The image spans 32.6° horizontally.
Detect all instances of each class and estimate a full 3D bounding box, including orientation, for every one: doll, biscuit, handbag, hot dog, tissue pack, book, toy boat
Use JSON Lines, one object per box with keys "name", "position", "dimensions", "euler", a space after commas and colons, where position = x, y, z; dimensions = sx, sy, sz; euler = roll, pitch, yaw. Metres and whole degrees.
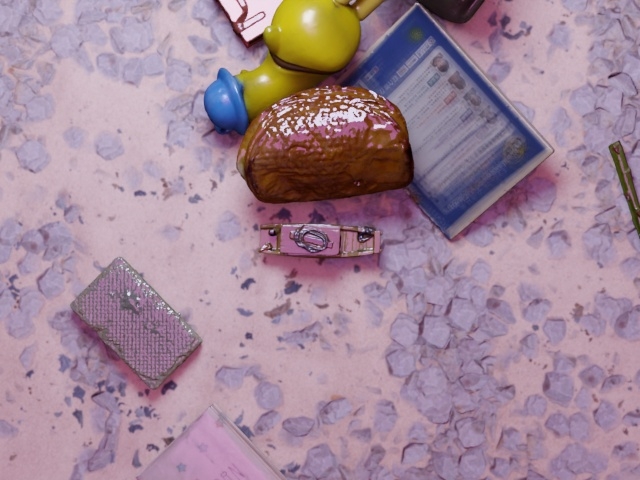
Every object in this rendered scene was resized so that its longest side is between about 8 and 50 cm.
{"name": "doll", "position": [-0.037, -0.288, 1.735], "dimensions": [0.363, 0.199, 0.145], "euler": [-41, 57, 19]}
{"name": "biscuit", "position": [-0.300, 0.135, 1.787], "dimensions": [0.199, 0.040, 0.121], "euler": [45, 88, 2]}
{"name": "handbag", "position": [-0.077, -0.415, 1.784], "dimensions": [0.190, 0.063, 0.127], "euler": [-32, 89, -2]}
{"name": "hot dog", "position": [0.008, -0.139, 1.714], "dimensions": [0.272, 0.122, 0.196], "euler": [-8, 133, 9]}
{"name": "tissue pack", "position": [-0.123, 0.436, 1.762], "dimensions": [0.170, 0.071, 0.325], "euler": [-45, 88, 2]}
{"name": "book", "position": [0.185, -0.189, 1.762], "dimensions": [0.228, 0.018, 0.322], "euler": [-42, 90, 20]}
{"name": "toy boat", "position": [0.000, 0.000, 1.765], "dimensions": [0.200, 0.077, 0.057], "euler": [2, 88, 1]}

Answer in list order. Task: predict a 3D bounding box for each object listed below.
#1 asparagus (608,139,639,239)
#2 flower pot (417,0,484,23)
{"name": "asparagus", "position": [0.514, -0.042, 1.785], "dimensions": [0.025, 0.024, 0.248], "euler": [-16, 89, 43]}
{"name": "flower pot", "position": [0.115, -0.496, 1.684], "dimensions": [0.367, 0.254, 0.164], "euler": [39, 87, 2]}
